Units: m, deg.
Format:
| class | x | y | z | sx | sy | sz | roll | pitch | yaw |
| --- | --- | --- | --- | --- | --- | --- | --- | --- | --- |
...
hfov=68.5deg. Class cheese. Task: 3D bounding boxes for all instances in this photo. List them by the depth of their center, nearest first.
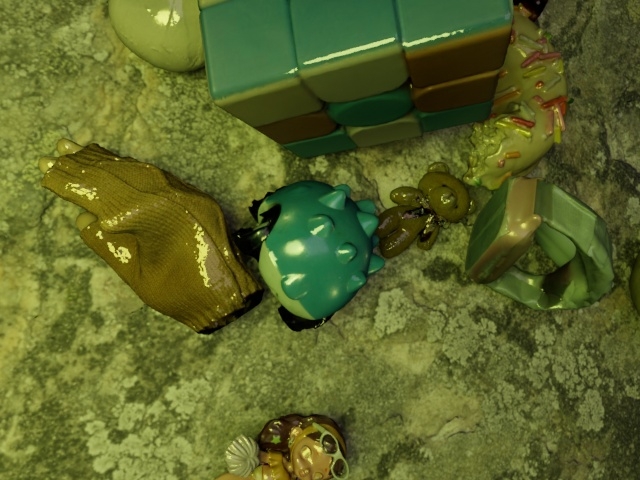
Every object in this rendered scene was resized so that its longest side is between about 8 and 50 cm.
| class | x | y | z | sx | sy | sz | roll | pitch | yaw |
| --- | --- | --- | --- | --- | --- | --- | --- | --- | --- |
| cheese | -0.224 | -0.358 | 0.730 | 0.198 | 0.154 | 0.189 | 30 | 81 | -13 |

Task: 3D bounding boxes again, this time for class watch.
| class | x | y | z | sx | sy | sz | roll | pitch | yaw |
| --- | --- | --- | --- | --- | --- | --- | --- | --- | --- |
| watch | 0.400 | 0.028 | 0.841 | 0.241 | 0.253 | 0.162 | 22 | 59 | 4 |

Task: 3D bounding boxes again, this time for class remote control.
| class | x | y | z | sx | sy | sz | roll | pitch | yaw |
| --- | --- | --- | --- | --- | --- | --- | --- | --- | --- |
| remote control | 0.461 | -0.002 | 0.946 | 0.293 | 0.103 | 0.051 | 40 | 99 | -10 |

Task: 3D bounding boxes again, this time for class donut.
| class | x | y | z | sx | sy | sz | roll | pitch | yaw |
| --- | --- | --- | --- | --- | --- | --- | --- | --- | --- |
| donut | 0.323 | -0.297 | 0.890 | 0.307 | 0.150 | 0.371 | -29 | 87 | -23 |

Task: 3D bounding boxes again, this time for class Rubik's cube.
| class | x | y | z | sx | sy | sz | roll | pitch | yaw |
| --- | --- | --- | --- | --- | --- | --- | --- | --- | --- |
| Rubik's cube | 0.052 | -0.338 | 0.656 | 0.344 | 0.346 | 0.347 | -10 | 84 | 15 |

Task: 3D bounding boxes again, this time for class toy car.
| class | x | y | z | sx | sy | sz | roll | pitch | yaw |
| --- | --- | --- | --- | --- | --- | --- | --- | --- | --- |
| toy car | 0.000 | 0.000 | 0.703 | 0.190 | 0.255 | 0.189 | -27 | 106 | 13 |

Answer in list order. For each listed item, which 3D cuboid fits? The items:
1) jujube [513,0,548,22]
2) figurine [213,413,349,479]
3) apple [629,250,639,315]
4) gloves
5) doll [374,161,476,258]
| class | x | y | z | sx | sy | sz | roll | pitch | yaw |
| --- | --- | --- | --- | --- | --- | --- | --- | --- | --- |
| jujube | 0.361 | -0.531 | 0.941 | 0.236 | 0.168 | 0.168 | 27 | 76 | -20 |
| figurine | -0.071 | 0.356 | 0.718 | 0.240 | 0.116 | 0.175 | -25 | 90 | -13 |
| apple | 0.787 | 0.089 | 0.960 | 0.262 | 0.262 | 0.262 | 2 | 83 | -18 |
| gloves | -0.235 | -0.011 | 0.679 | 0.356 | 0.203 | 0.155 | 43 | 51 | -14 |
| doll | 0.190 | -0.049 | 0.862 | 0.209 | 0.097 | 0.137 | -39 | 102 | -13 |
